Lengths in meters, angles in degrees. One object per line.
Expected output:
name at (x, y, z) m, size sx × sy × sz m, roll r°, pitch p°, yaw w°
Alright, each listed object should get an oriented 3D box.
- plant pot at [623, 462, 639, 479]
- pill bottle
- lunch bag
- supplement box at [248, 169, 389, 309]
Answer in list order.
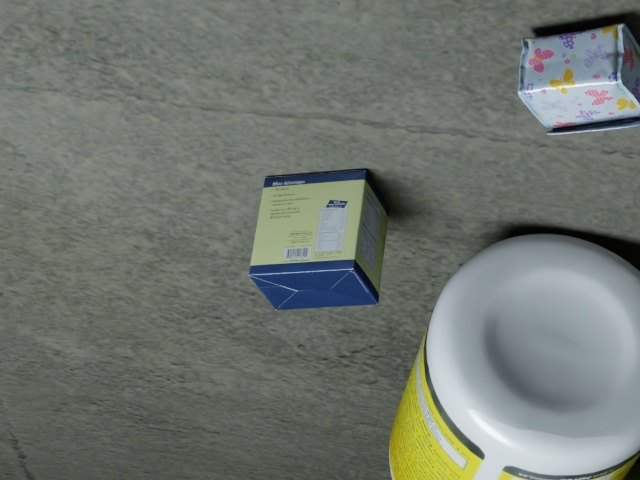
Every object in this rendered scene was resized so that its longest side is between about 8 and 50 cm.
plant pot at (0.364, 0.351, 1.603) m, size 0.353 × 0.366 × 0.366 m, roll 13°, pitch 154°, yaw 19°
pill bottle at (0.155, 0.148, 1.419) m, size 0.187 × 0.188 × 0.334 m, roll 10°, pitch 152°, yaw -2°
lunch bag at (0.171, -0.095, 1.119) m, size 0.071 × 0.053 × 0.083 m, roll -5°, pitch 158°, yaw 26°
supplement box at (0.000, 0.000, 1.301) m, size 0.083 × 0.083 × 0.056 m, roll -4°, pitch 149°, yaw 21°
